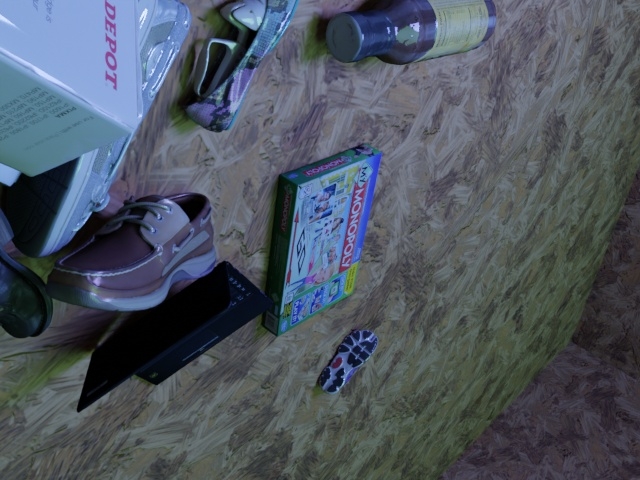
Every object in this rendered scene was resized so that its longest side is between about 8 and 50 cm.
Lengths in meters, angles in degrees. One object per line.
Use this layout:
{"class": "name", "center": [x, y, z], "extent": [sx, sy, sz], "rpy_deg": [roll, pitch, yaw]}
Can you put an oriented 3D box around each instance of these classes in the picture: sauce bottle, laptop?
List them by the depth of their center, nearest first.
{"class": "laptop", "center": [-0.186, 0.152, 1.019], "extent": [0.234, 0.136, 0.264], "rpy_deg": [-34, 147, 3]}
{"class": "sauce bottle", "center": [0.145, -0.335, 1.139], "extent": [0.344, 0.111, 0.111], "rpy_deg": [-21, 134, -42]}

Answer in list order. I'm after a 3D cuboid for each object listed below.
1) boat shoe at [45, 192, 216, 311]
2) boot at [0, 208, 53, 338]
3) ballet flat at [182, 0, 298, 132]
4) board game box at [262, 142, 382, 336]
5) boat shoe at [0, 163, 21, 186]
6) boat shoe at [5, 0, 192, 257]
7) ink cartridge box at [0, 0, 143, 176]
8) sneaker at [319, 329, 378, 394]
{"class": "boat shoe", "center": [-0.219, 0.000, 0.879], "extent": [0.324, 0.123, 0.116], "rpy_deg": [-43, 143, -74]}
{"class": "boot", "center": [-0.390, 0.084, 0.709], "extent": [0.229, 0.091, 0.263], "rpy_deg": [-57, 159, -34]}
{"class": "ballet flat", "center": [-0.104, -0.244, 0.914], "extent": [0.079, 0.077, 0.221], "rpy_deg": [25, 97, -39]}
{"class": "board game box", "center": [0.000, 0.000, 1.296], "extent": [0.213, 0.046, 0.317], "rpy_deg": [-25, 137, -40]}
{"class": "boat shoe", "center": [-0.348, -0.144, 0.614], "extent": [0.105, 0.113, 0.306], "rpy_deg": [-62, 152, -5]}
{"class": "boat shoe", "center": [-0.238, -0.126, 0.783], "extent": [0.103, 0.118, 0.320], "rpy_deg": [18, 96, -54]}
{"class": "ink cartridge box", "center": [-0.279, -0.209, 0.515], "extent": [0.306, 0.131, 0.226], "rpy_deg": [33, 45, -56]}
{"class": "sneaker", "center": [0.061, 0.269, 1.626], "extent": [0.170, 0.068, 0.071], "rpy_deg": [-48, 164, 1]}
